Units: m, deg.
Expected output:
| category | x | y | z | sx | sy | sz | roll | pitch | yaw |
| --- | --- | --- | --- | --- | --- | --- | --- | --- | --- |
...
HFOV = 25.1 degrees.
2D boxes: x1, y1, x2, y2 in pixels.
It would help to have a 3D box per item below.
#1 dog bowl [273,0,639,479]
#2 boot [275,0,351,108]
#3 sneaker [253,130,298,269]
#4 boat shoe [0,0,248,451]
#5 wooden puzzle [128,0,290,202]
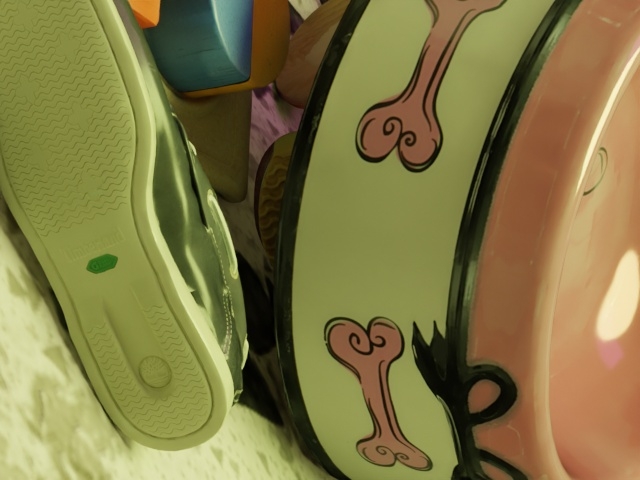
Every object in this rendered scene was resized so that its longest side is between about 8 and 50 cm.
| category | x | y | z | sx | sy | sz | roll | pitch | yaw |
| --- | --- | --- | --- | --- | --- | --- | --- | --- | --- |
| dog bowl | 0.153 | -0.016 | 0.879 | 0.408 | 0.150 | 0.408 | -30 | 129 | -46 |
| boot | 0.080 | -0.125 | 1.228 | 0.295 | 0.104 | 0.211 | -47 | 138 | -37 |
| sneaker | 0.000 | 0.000 | 0.925 | 0.084 | 0.070 | 0.185 | -103 | 177 | -56 |
| boat shoe | -0.089 | -0.023 | 0.657 | 0.079 | 0.084 | 0.233 | -47 | 124 | -63 |
| wooden puzzle | -0.094 | -0.215 | 0.777 | 0.348 | 0.081 | 0.322 | 31 | 57 | -63 |
